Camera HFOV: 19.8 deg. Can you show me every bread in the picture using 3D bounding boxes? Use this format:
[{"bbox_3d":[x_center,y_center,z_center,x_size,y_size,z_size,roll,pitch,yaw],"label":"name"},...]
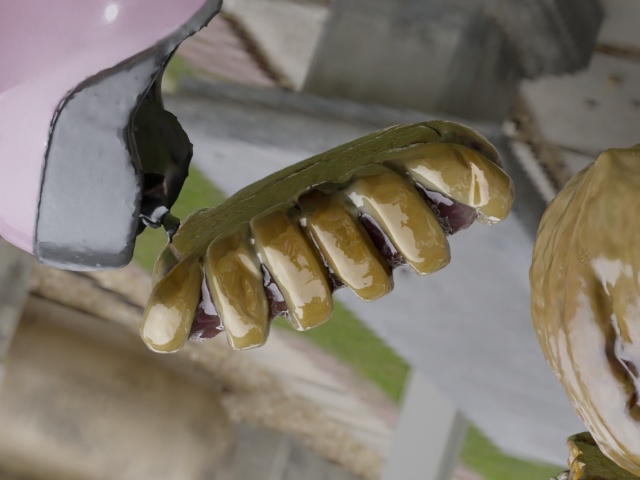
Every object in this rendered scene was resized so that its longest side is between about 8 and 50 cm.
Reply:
[{"bbox_3d":[0.000,0.000,1.055,0.134,0.225,0.081,-114,-1,-75],"label":"bread"}]

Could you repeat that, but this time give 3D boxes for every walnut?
[{"bbox_3d":[0.177,0.032,0.872,0.155,0.155,0.184,0,132,53],"label":"walnut"}]

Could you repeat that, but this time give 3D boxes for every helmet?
[{"bbox_3d":[-0.121,-0.111,0.942,0.154,0.253,0.198,8,-168,-2],"label":"helmet"}]

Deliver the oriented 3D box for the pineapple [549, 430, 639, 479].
[{"bbox_3d":[0.228,0.146,1.003,0.221,0.047,0.221,1,-160,0],"label":"pineapple"}]
